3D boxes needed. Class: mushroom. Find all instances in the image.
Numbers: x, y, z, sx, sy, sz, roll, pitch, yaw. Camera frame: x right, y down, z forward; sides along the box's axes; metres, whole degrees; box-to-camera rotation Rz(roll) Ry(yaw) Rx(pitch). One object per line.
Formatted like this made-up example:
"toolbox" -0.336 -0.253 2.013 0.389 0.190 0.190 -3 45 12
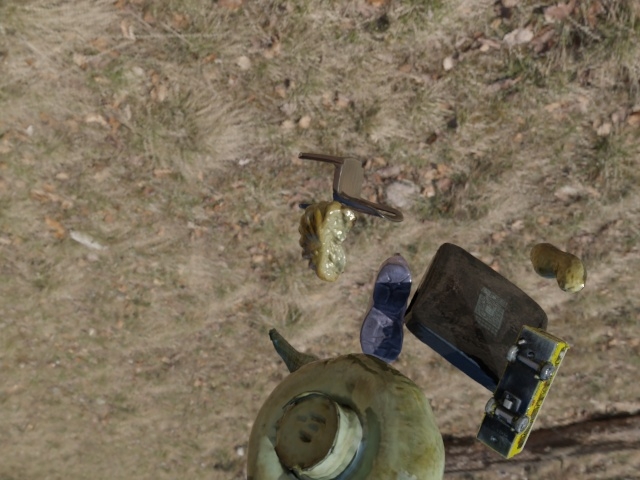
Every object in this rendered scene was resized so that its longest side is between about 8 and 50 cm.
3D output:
"mushroom" 0.033 0.350 1.035 0.352 0.353 0.260 -4 149 37

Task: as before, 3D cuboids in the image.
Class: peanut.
"peanut" 0.699 0.077 1.838 0.098 0.103 0.229 14 -165 -25

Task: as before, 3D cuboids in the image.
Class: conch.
"conch" -0.014 0.295 1.338 0.114 0.234 0.137 -21 153 3

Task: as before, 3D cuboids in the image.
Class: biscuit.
"biscuit" 0.000 0.000 1.210 0.118 0.061 0.183 30 136 27

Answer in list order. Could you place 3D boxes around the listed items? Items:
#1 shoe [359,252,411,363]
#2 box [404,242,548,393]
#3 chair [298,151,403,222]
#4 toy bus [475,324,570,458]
"shoe" 0.148 0.144 1.361 0.095 0.137 0.245 12 111 9
"box" 0.327 0.164 1.290 0.290 0.289 0.073 35 131 1
"chair" 0.101 -0.166 1.946 0.326 0.183 0.175 9 -174 29
"toy bus" 0.352 0.264 1.095 0.074 0.227 0.081 9 -167 -47
